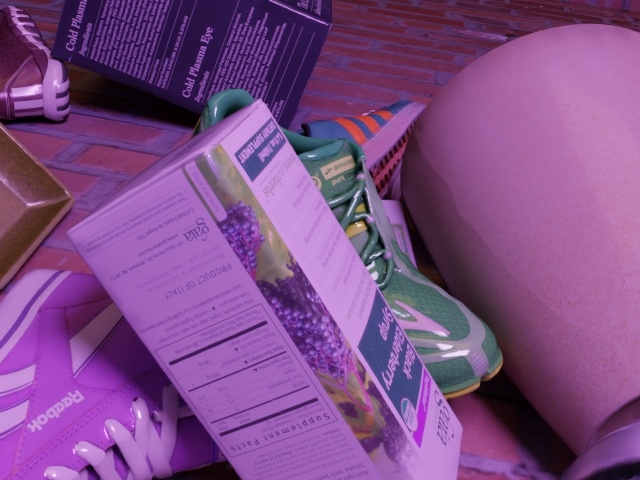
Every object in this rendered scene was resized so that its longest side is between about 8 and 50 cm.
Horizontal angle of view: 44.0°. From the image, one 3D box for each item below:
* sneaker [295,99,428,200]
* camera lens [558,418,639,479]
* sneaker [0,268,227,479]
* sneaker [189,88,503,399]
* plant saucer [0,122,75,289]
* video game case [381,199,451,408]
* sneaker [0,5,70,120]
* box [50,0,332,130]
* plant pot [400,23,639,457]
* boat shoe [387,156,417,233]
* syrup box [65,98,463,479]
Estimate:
[{"bbox_3d":[0.030,-0.100,0.885,0.121,0.108,0.302,22,31,17],"label":"sneaker"},{"bbox_3d":[0.243,0.150,0.331,0.274,0.220,0.219,-12,33,-33],"label":"camera lens"},{"bbox_3d":[-0.125,0.116,0.421,0.160,0.102,0.282,13,36,0],"label":"sneaker"},{"bbox_3d":[0.000,0.000,0.554,0.295,0.124,0.109,40,51,22],"label":"sneaker"},{"bbox_3d":[-0.326,-0.053,0.692,0.188,0.045,0.188,47,21,-17],"label":"plant saucer"},{"bbox_3d":[-0.013,0.045,0.611,0.193,0.023,0.213,2,48,-11],"label":"video game case"},{"bbox_3d":[-0.445,-0.231,1.032,0.162,0.107,0.281,-15,35,-31],"label":"sneaker"},{"bbox_3d":[-0.157,-0.319,1.106,0.312,0.179,0.343,20,26,-10],"label":"box"},{"bbox_3d":[0.210,0.025,0.584,0.256,0.257,0.274,2,43,-11],"label":"plant pot"},{"bbox_3d":[0.234,-0.040,0.827,0.324,0.123,0.116,-8,37,-15],"label":"boat shoe"},{"bbox_3d":[-0.017,0.056,0.432,0.096,0.237,0.093,-26,15,24],"label":"syrup box"}]
